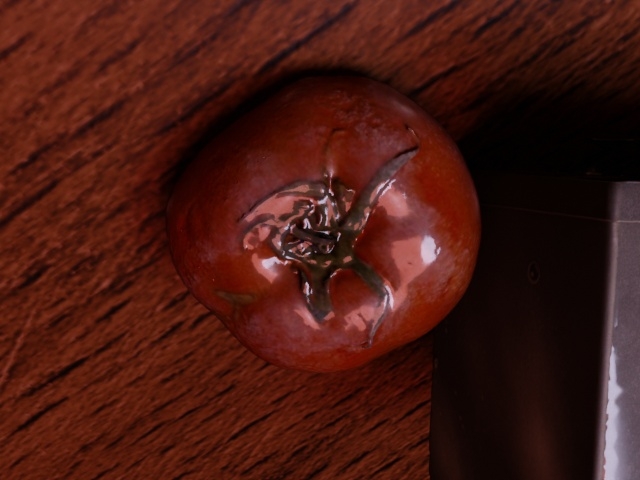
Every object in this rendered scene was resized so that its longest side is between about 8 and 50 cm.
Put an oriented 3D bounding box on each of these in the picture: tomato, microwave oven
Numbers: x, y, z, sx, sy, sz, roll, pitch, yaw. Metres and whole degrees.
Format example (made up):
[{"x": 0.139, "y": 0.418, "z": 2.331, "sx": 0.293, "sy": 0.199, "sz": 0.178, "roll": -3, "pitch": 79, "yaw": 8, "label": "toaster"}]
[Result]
[{"x": 0.000, "y": 0.000, "z": 0.662, "sx": 0.236, "sy": 0.095, "sz": 0.237, "roll": 1, "pitch": 112, "yaw": 3, "label": "tomato"}, {"x": 0.334, "y": 0.109, "z": 0.730, "sx": 0.431, "sy": 0.236, "sz": 0.375, "roll": 0, "pitch": 95, "yaw": -19, "label": "microwave oven"}]
